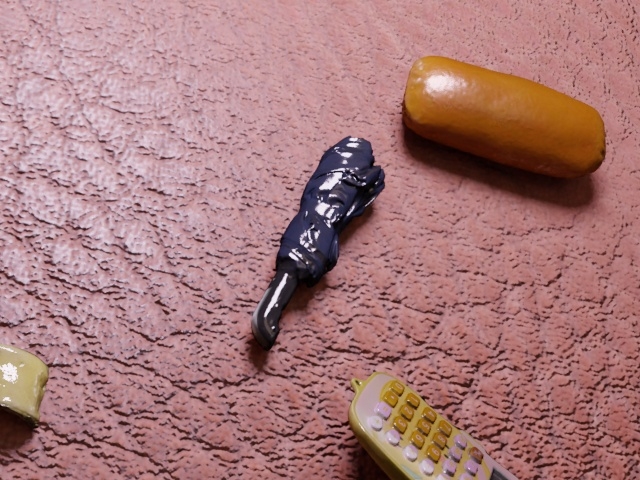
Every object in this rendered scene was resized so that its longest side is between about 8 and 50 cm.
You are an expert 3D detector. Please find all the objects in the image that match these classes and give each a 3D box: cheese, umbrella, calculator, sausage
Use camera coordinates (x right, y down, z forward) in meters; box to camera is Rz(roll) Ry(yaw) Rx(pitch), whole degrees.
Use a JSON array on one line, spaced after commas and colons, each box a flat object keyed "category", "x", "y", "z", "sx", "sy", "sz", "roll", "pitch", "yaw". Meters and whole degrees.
[{"category": "cheese", "x": -0.268, "y": 0.117, "z": 1.027, "sx": 0.084, "sy": 0.041, "sz": 0.060, "roll": 17, "pitch": 62, "yaw": -16}, {"category": "umbrella", "x": -0.006, "y": -0.005, "z": 1.183, "sx": 0.071, "sy": 0.071, "sz": 0.248, "roll": 34, "pitch": 56, "yaw": -4}, {"category": "calculator", "x": 0.113, "y": 0.208, "z": 1.108, "sx": 0.236, "sy": 0.033, "sz": 0.157, "roll": 43, "pitch": 22, "yaw": 3}, {"category": "sausage", "x": 0.198, "y": -0.130, "z": 1.317, "sx": 0.238, "sy": 0.098, "sz": 0.098, "roll": 15, "pitch": 61, "yaw": -14}]
